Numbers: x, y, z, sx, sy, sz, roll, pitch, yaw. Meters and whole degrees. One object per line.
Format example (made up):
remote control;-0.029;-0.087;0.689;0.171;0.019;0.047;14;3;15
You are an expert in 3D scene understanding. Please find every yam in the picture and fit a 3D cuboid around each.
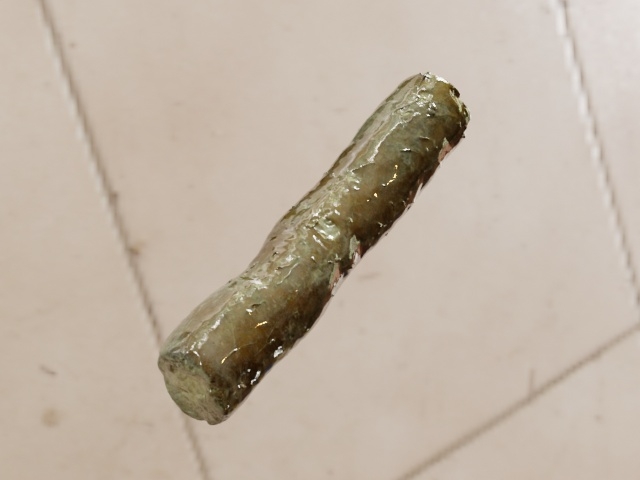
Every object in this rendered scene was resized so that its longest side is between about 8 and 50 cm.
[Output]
yam;0.000;0.000;1.076;0.253;0.061;0.061;-49;120;-29
